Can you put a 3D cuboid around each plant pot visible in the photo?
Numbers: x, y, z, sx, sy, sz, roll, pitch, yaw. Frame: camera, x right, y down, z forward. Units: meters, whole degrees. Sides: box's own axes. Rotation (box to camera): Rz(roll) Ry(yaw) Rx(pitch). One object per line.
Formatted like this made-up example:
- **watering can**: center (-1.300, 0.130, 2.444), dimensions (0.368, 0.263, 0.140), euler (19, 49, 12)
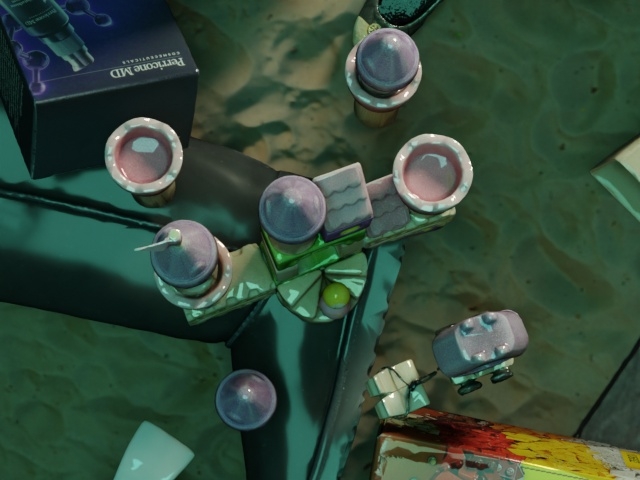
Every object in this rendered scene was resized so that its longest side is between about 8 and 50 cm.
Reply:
- **plant pot**: center (0.329, -0.065, 1.498), dimensions (0.109, 0.109, 0.096), euler (44, 85, 0)

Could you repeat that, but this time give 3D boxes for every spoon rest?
- **spoon rest**: center (-0.163, 0.262, 1.501), dimensions (0.137, 0.276, 0.084), euler (32, 62, 14)

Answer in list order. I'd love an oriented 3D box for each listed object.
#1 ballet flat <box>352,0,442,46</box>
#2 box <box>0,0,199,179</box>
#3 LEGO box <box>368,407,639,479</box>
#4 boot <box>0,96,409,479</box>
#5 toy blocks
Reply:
- **ballet flat**: center (0.095, -0.241, 1.527), dimensions (0.173, 0.049, 0.057), euler (-43, 89, 7)
- **box**: center (-0.215, -0.175, 1.464), dimensions (0.153, 0.108, 0.207), euler (-14, 58, -21)
- **LEGO box**: center (0.194, 0.434, 1.503), dimensions (0.372, 0.193, 0.500), euler (10, 96, 5)
- **boot**: center (-0.172, 0.072, 1.523), dimensions (0.445, 0.146, 0.367), euler (16, 84, -2)
- **toy blocks**: center (0.000, 0.000, 1.335), dimensions (0.288, 0.260, 0.309), euler (-20, 80, -6)
